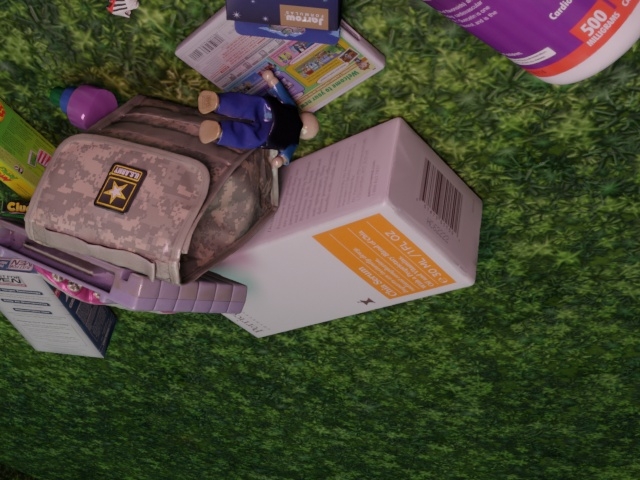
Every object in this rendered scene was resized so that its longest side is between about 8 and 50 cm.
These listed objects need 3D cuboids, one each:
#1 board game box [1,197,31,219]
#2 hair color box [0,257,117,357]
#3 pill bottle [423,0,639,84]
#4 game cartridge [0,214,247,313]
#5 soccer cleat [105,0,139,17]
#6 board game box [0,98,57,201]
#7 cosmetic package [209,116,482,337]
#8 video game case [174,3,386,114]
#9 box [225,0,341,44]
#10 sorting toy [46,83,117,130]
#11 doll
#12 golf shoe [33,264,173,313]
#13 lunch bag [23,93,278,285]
[{"bbox_3d":[-0.477,-0.032,1.418,0.136,0.030,0.259,7,170,-20],"label":"board game box"},{"bbox_3d":[-0.568,0.113,1.702,0.173,0.105,0.347,4,147,12],"label":"hair color box"},{"bbox_3d":[0.162,-0.297,0.782,0.323,0.182,0.181,26,144,-21],"label":"pill bottle"},{"bbox_3d":[-0.307,0.038,1.217,0.355,0.068,0.230,17,180,34],"label":"game cartridge"},{"bbox_3d":[-0.242,-0.310,1.036,0.035,0.029,0.083,19,151,-26],"label":"soccer cleat"},{"bbox_3d":[-0.491,-0.148,1.297,0.043,0.092,0.181,-11,141,30],"label":"board game box"},{"bbox_3d":[0.000,0.000,1.301,0.453,0.162,0.230,-18,136,39],"label":"cosmetic package"},{"bbox_3d":[-0.055,-0.242,1.079,0.193,0.023,0.212,34,140,-30],"label":"video game case"},{"bbox_3d":[-0.042,-0.314,0.925,0.136,0.037,0.225,7,138,7],"label":"box"},{"bbox_3d":[-0.330,-0.119,1.301,0.126,0.127,0.365,23,155,26],"label":"sorting toy"},{"bbox_3d":[-0.071,-0.160,1.079,0.189,0.129,0.046,0,176,-44],"label":"doll"},{"bbox_3d":[-0.412,0.082,1.580,0.306,0.115,0.140,22,157,-32],"label":"golf shoe"},{"bbox_3d":[-0.219,-0.064,1.105,0.235,0.287,0.169,15,126,18],"label":"lunch bag"}]
